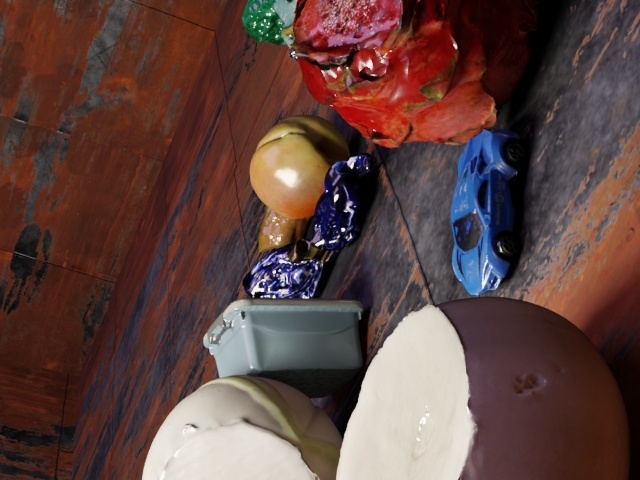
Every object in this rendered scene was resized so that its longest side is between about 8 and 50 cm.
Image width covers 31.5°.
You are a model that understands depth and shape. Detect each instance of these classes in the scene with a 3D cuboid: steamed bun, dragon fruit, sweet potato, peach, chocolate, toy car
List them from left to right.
[{"bbox_3d":[-0.099,0.331,1.607,0.309,0.309,0.309,-164,90,-72],"label":"steamed bun"},{"bbox_3d":[-0.045,-0.085,2.118,0.251,0.097,0.097,-67,19,3],"label":"sweet potato"},{"bbox_3d":[-0.036,-0.126,1.986,0.184,0.184,0.184,-164,90,-72],"label":"peach"},{"bbox_3d":[0.000,-0.005,1.894,0.343,0.126,0.148,-52,-10,33],"label":"chocolate"},{"bbox_3d":[0.122,-0.266,1.450,0.295,0.302,0.295,-49,28,38],"label":"dragon fruit"},{"bbox_3d":[0.198,-0.038,1.393,0.103,0.063,0.216,145,139,-61],"label":"toy car"},{"bbox_3d":[0.158,0.214,1.064,0.324,0.206,0.324,-162,90,-73],"label":"steamed bun"}]

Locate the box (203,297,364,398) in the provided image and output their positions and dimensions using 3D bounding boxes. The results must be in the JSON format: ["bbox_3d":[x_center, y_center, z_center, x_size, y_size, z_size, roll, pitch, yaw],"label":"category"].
[{"bbox_3d":[-0.051,0.159,1.714,0.162,0.227,0.130,-48,45,52],"label":"box"}]

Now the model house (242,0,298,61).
[{"bbox_3d":[0.038,-0.395,1.991,0.248,0.230,0.280,58,136,34],"label":"model house"}]
